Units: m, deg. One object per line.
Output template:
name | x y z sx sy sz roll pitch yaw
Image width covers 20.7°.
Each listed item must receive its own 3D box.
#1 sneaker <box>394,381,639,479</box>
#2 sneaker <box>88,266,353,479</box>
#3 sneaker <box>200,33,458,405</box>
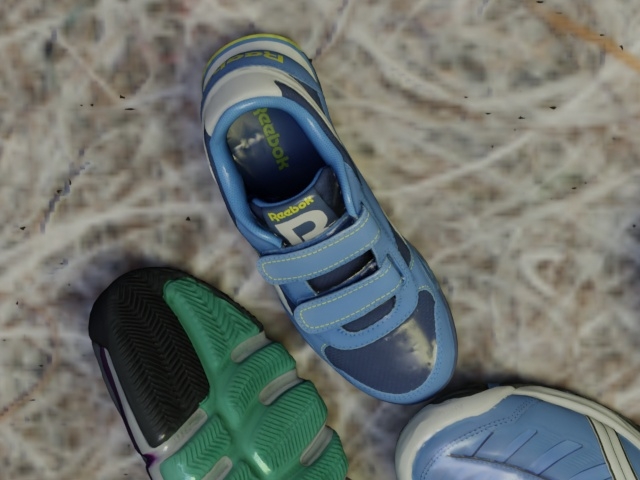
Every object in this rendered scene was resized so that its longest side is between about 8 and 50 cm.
sneaker | 0.117 0.126 0.618 0.211 0.081 0.080 36 103 -6
sneaker | -0.026 0.119 0.629 0.098 0.083 0.224 -38 87 38
sneaker | 0.000 0.000 0.604 0.053 0.059 0.144 -30 103 8
